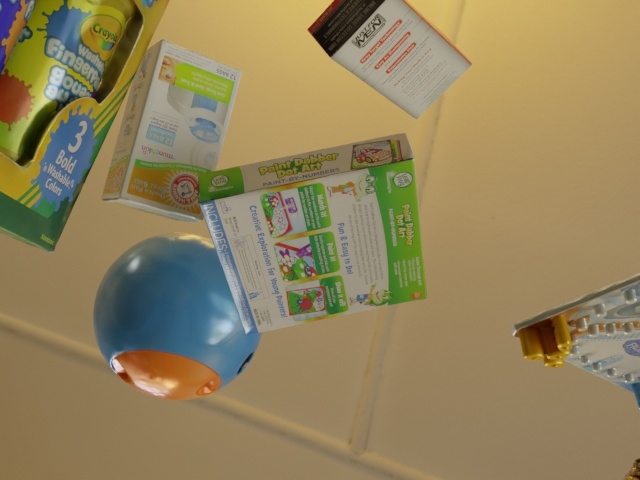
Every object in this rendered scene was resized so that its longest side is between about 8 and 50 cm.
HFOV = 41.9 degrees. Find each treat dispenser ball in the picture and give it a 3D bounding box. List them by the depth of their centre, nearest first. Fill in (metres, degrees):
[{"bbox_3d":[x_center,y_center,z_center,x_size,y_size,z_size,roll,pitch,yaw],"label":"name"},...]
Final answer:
[{"bbox_3d":[-0.240,0.128,1.435,0.288,0.288,0.288,3,-83,23],"label":"treat dispenser ball"}]

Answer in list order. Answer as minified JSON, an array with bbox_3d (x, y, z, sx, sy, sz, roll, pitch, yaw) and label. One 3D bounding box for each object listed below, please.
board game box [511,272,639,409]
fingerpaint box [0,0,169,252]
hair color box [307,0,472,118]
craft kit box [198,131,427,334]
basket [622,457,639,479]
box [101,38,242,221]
[{"bbox_3d":[0.512,0.118,1.072,0.390,0.390,0.050,-29,-129,35],"label":"board game box"},{"bbox_3d":[-0.291,-0.227,0.661,0.163,0.445,0.371,20,-101,13],"label":"fingerpaint box"},{"bbox_3d":[0.061,-0.161,0.698,0.072,0.141,0.043,-44,-123,17],"label":"hair color box"},{"bbox_3d":[0.000,0.000,1.025,0.247,0.061,0.250,-9,-44,2],"label":"craft kit box"},{"bbox_3d":[0.491,0.521,1.250,0.213,0.223,0.299,28,-39,20],"label":"basket"},{"bbox_3d":[-0.191,-0.133,1.068,0.103,0.114,0.203,3,-103,63],"label":"box"}]
